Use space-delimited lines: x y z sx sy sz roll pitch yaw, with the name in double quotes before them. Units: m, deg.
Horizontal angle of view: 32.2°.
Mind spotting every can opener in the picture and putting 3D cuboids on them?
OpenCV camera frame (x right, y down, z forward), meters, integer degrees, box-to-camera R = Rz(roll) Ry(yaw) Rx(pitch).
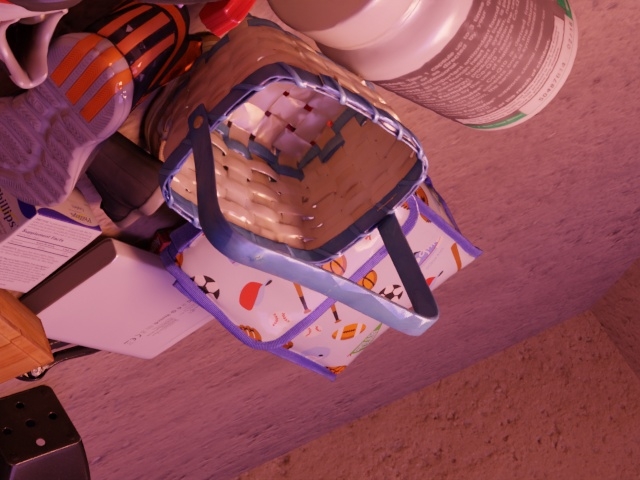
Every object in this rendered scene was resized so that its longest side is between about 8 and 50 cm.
"can opener" -0.401 0.165 1.697 0.186 0.073 0.059 -21 119 -33

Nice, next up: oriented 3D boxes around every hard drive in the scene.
"hard drive" -0.281 0.095 1.635 0.203 0.040 0.307 -33 153 18

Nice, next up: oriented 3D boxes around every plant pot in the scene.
"plant pot" -0.487 0.351 1.828 0.188 0.187 0.167 -14 142 -36

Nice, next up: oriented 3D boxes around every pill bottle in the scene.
"pill bottle" 0.114 -0.253 1.192 0.204 0.204 0.361 -41 151 24

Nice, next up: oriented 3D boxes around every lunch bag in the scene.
"lunch bag" 0.000 0.000 1.578 0.328 0.239 0.385 -42 142 10

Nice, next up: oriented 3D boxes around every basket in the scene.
"basket" -0.016 -0.053 1.030 0.255 0.289 0.201 28 117 -34

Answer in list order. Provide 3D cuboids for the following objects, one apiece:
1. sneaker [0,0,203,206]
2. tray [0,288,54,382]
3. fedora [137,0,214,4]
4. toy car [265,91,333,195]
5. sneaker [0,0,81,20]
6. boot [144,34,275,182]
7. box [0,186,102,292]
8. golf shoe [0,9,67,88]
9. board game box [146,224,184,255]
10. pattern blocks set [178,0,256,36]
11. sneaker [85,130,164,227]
"sneaker" -0.220 -0.146 1.115 0.321 0.124 0.180 -23 -163 49
"tray" -0.569 0.184 1.404 0.411 0.076 0.203 -23 159 -3
"fedora" -0.080 -0.327 0.774 0.334 0.334 0.152 -33 -171 6
"toy car" -0.032 -0.132 1.331 0.182 0.159 0.136 -30 173 0
"sneaker" -0.299 -0.189 0.839 0.270 0.090 0.145 5 157 -3
"boot" -0.127 -0.107 1.270 0.077 0.165 0.213 -17 154 -32
"box" -0.356 -0.010 1.312 0.137 0.072 0.126 -36 159 15
"golf shoe" -0.231 -0.244 0.885 0.105 0.120 0.273 -17 154 -28
"board game box" -0.151 0.009 1.704 0.281 0.027 0.145 -14 155 -38
"pattern blocks set" 0.000 -0.304 0.898 0.325 0.285 0.026 -44 119 2
"sneaker" -0.243 -0.086 1.310 0.083 0.118 0.222 -54 -165 -18
